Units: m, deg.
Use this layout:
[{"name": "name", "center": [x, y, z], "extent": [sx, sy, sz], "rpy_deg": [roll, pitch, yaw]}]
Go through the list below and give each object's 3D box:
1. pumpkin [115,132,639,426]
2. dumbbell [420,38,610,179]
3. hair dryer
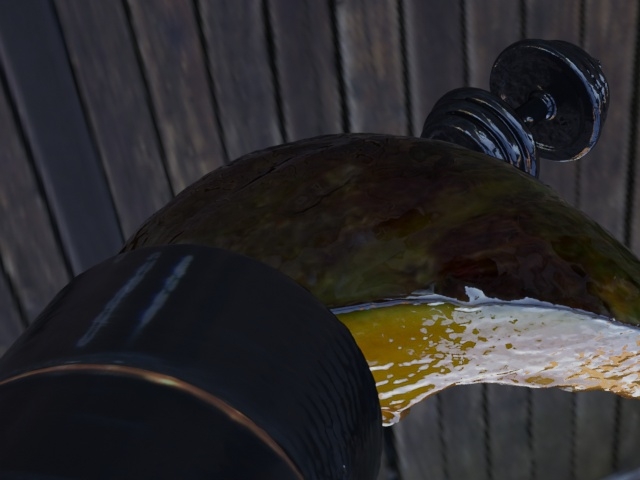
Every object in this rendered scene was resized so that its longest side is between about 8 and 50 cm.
[{"name": "pumpkin", "center": [0.000, 0.000, 0.697], "extent": [0.312, 0.169, 0.148], "rpy_deg": [-11, 149, 16]}, {"name": "dumbbell", "center": [0.142, -0.085, 1.184], "extent": [0.208, 0.099, 0.099], "rpy_deg": [-36, 153, -36]}, {"name": "hair dryer", "center": [0.059, 0.139, 0.378], "extent": [0.352, 0.189, 0.107], "rpy_deg": [33, 111, -3]}]
